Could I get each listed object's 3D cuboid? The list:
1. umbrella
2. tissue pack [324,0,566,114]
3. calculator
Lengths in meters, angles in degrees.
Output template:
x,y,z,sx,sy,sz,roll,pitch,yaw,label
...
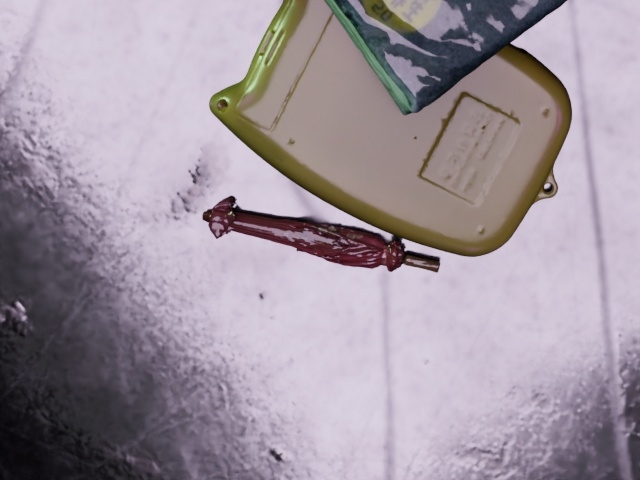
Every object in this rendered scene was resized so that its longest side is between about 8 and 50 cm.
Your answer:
x,y,z,sx,sy,sz,roll,pitch,yaw,label
0.000,0.000,1.016,0.165,0.025,0.027,12,121,5,umbrella
0.104,-0.226,0.928,0.257,0.081,0.185,-36,95,0,tissue pack
0.053,-0.086,0.994,0.236,0.033,0.157,27,98,-1,calculator
